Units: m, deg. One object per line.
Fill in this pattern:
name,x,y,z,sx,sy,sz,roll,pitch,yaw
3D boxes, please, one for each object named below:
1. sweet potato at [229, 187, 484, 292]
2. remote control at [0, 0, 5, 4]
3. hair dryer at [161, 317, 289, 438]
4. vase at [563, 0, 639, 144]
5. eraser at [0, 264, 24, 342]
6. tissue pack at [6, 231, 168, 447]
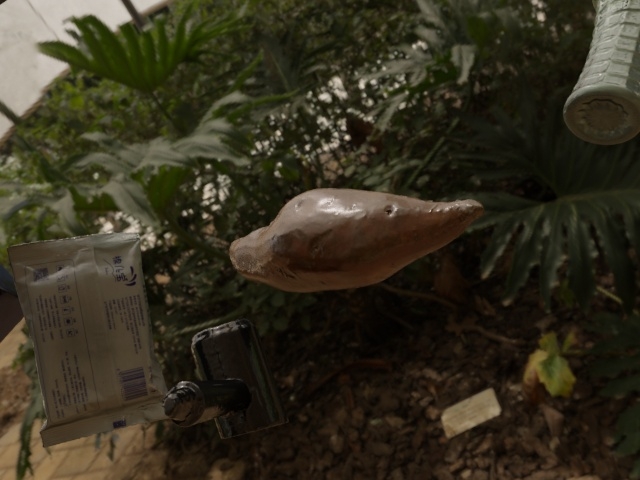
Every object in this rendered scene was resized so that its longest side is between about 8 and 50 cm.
sweet potato,0.003,0.001,0.688,0.359,0.112,0.112,-11,27,39
remote control,-0.538,-0.350,1.002,0.153,0.043,0.027,-32,-2,7
hair dryer,-0.099,0.125,0.584,0.071,0.114,0.248,-22,-14,5
vase,0.459,-0.288,1.006,0.143,0.143,0.298,-7,46,46
eraser,-0.484,0.142,0.716,0.155,0.101,0.332,37,82,22
tissue pack,-0.220,0.090,0.636,0.123,0.192,0.026,-10,-3,-16
